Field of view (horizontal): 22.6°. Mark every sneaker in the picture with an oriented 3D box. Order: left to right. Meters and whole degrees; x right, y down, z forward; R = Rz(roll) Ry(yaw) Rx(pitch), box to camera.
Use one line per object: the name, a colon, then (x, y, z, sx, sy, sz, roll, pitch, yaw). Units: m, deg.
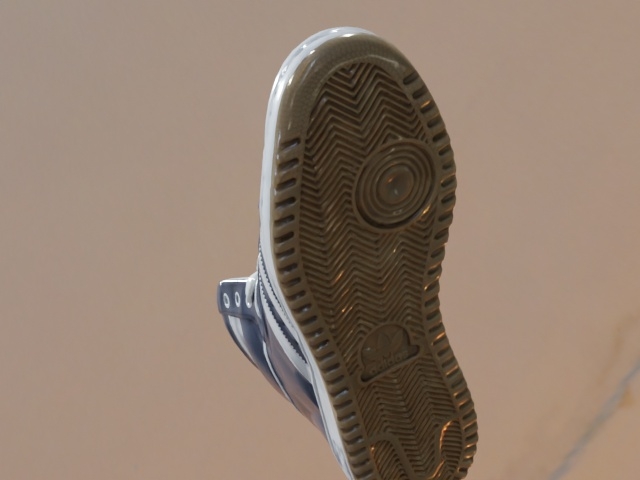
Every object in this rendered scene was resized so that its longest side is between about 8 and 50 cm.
sneaker: (0.000, 0.000, 0.836, 0.099, 0.153, 0.282, -23, -54, -16)
